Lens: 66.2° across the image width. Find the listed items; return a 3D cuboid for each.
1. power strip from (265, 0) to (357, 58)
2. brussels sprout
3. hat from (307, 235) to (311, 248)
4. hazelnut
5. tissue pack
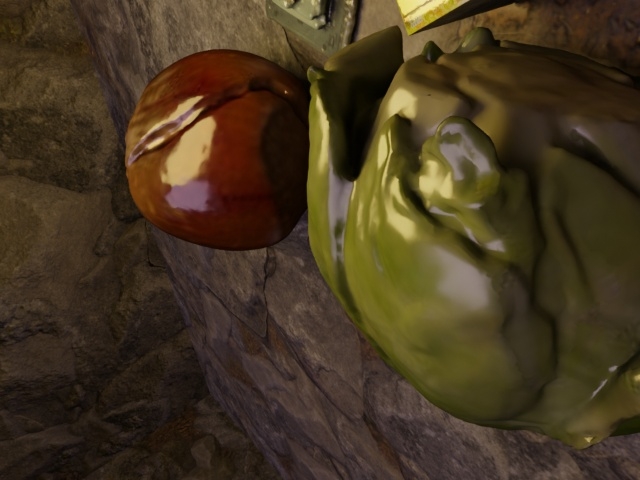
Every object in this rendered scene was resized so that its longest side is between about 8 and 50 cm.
[{"bbox_3d":[-0.032,-0.397,0.748,0.213,0.064,0.198,42,144,31],"label":"power strip"},{"bbox_3d":[0.172,0.006,0.496,0.425,0.342,0.361,48,144,43],"label":"brussels sprout"},{"bbox_3d":[0.000,0.000,1.061,0.087,0.042,0.058,-9,108,58],"label":"hat"},{"bbox_3d":[-0.168,-0.152,0.887,0.372,0.372,0.315,54,171,11],"label":"hazelnut"},{"bbox_3d":[0.160,-0.256,0.459,0.095,0.176,0.062,-3,111,58],"label":"tissue pack"}]
